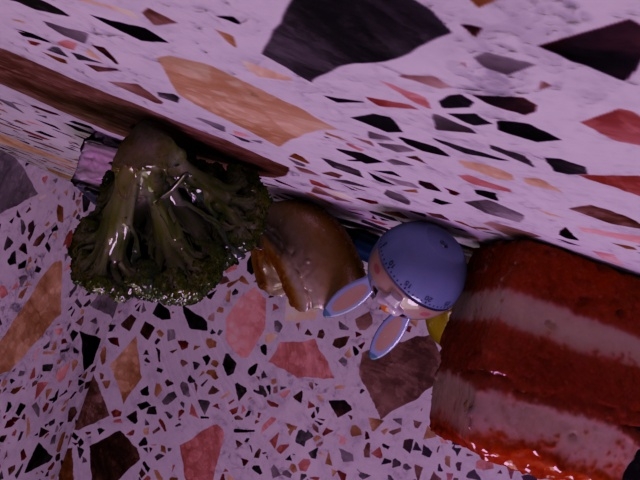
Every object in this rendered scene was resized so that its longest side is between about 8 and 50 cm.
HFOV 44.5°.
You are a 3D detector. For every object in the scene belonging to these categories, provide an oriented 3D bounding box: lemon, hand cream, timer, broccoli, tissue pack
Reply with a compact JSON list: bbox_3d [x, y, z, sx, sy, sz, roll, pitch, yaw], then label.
[{"bbox_3d":[0.368,0.202,2.078,0.184,0.184,0.248,16,159,20],"label":"lemon"},{"bbox_3d":[0.017,-0.019,1.621,0.270,0.061,0.120,23,178,32],"label":"hand cream"},{"bbox_3d":[0.120,0.083,1.255,0.175,0.255,0.175,42,-170,-9],"label":"timer"},{"bbox_3d":[-0.239,-0.042,1.215,0.303,0.321,0.283,8,143,8],"label":"broccoli"},{"bbox_3d":[-0.361,-0.108,1.638,0.259,0.122,0.361,16,173,-9],"label":"tissue pack"}]

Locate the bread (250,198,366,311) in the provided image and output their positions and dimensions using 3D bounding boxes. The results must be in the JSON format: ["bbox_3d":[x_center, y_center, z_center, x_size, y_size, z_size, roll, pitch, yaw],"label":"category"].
[{"bbox_3d":[-0.042,0.012,1.486,0.171,0.192,0.314,-25,-169,-20],"label":"bread"}]

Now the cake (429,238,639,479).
[{"bbox_3d":[0.335,0.188,1.200,0.270,0.320,0.269,19,173,-4],"label":"cake"}]

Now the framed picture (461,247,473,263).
[{"bbox_3d":[0.241,0.025,1.505,0.216,0.016,0.273,19,175,-1],"label":"framed picture"}]
